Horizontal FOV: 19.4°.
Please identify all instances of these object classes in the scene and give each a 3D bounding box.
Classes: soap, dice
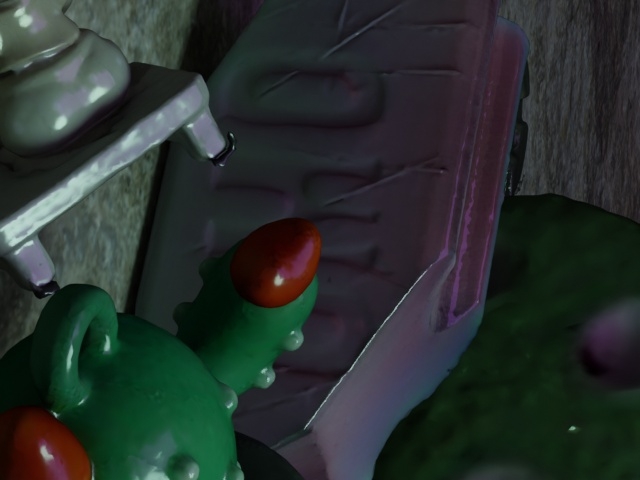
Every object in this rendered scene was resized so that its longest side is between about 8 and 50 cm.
[{"bbox_3d":[0.000,0.000,1.119,0.109,0.193,0.323,44,54,-62],"label":"soap"},{"bbox_3d":[0.160,0.186,1.270,0.322,0.330,0.318,-49,139,-19],"label":"dice"}]

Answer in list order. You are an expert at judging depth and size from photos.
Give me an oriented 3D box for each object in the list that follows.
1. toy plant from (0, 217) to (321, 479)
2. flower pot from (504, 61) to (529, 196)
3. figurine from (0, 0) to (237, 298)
[{"bbox_3d":[-0.081,0.149,0.913,0.279,0.185,0.400,-39,145,-16],"label":"toy plant"},{"bbox_3d":[0.073,-0.092,1.378,0.235,0.141,0.235,6,90,-71],"label":"flower pot"},{"bbox_3d":[-0.143,-0.119,0.809,0.144,0.182,0.256,48,-20,55],"label":"figurine"}]
